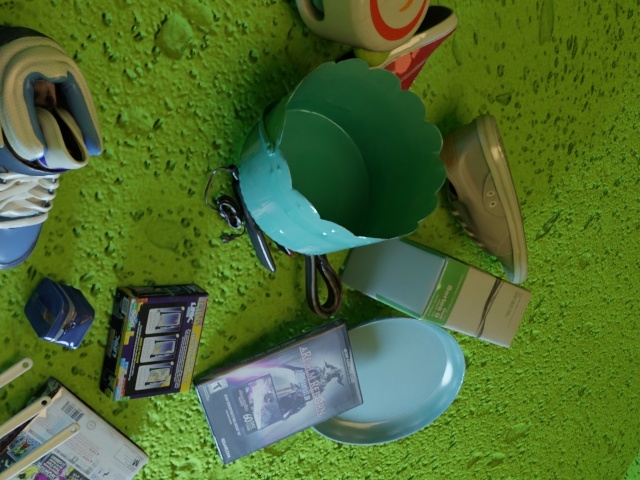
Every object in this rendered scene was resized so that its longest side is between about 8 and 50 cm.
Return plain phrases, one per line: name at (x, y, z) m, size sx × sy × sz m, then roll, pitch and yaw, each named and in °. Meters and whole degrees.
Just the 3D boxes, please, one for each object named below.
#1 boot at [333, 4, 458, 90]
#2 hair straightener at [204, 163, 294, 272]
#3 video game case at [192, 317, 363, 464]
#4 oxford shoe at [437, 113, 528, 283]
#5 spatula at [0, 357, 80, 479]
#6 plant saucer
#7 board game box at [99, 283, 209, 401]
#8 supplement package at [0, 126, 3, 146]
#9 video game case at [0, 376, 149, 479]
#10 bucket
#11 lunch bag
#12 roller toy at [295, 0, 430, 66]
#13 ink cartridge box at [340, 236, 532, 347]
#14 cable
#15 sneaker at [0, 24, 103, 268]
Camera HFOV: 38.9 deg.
boot at (0.138, -0.267, 1.506) m, size 0.244 × 0.088 × 0.176 m, roll -35°, pitch 130°, yaw -13°
hair straightener at (-0.118, -0.027, 1.417) m, size 0.089 × 0.047 × 0.230 m, roll -42°, pitch 137°, yaw -16°
video game case at (-0.067, 0.262, 1.568) m, size 0.274 × 0.026 × 0.196 m, roll -21°, pitch 125°, yaw -12°
oxford shoe at (0.316, -0.067, 1.739) m, size 0.130 × 0.169 × 0.449 m, roll -16°, pitch 141°, yaw 13°
spatula at (-0.468, 0.278, 1.242) m, size 0.242 × 0.019 × 0.168 m, roll -35°, pitch 108°, yaw -17°
plant saucer at (0.111, 0.255, 1.684) m, size 0.317 × 0.044 × 0.318 m, roll -7°, pitch 126°, yaw -10°
board game box at (-0.254, 0.154, 1.389) m, size 0.141 × 0.048 × 0.170 m, roll 0°, pitch 110°, yaw -43°
supplement package at (-0.439, -0.218, 0.902) m, size 0.145 × 0.204 × 0.262 m, roll -14°, pitch 106°, yaw -37°
video game case at (-0.398, 0.345, 1.358) m, size 0.210 × 0.041 × 0.232 m, roll -48°, pitch 133°, yaw -13°
bucket at (0.023, -0.113, 1.341) m, size 0.281 × 0.183 × 0.281 m, roll 8°, pitch 75°, yaw -30°
lunch bag at (-0.358, 0.100, 1.234) m, size 0.065 × 0.098 × 0.067 m, roll 27°, pitch 97°, yaw -42°
roller toy at (0.062, -0.384, 1.335) m, size 0.191 × 0.146 × 0.209 m, roll 38°, pitch 78°, yaw -54°
ink cartridge box at (0.215, 0.085, 1.648) m, size 0.289 × 0.211 × 0.122 m, roll 21°, pitch 92°, yaw -44°
cable at (0.000, 0.000, 1.499) m, size 0.139 × 0.072 × 0.287 m, roll -13°, pitch 108°, yaw -44°
sneaker at (-0.346, -0.083, 1.057) m, size 0.130 × 0.236 × 0.323 m, roll -10°, pitch 116°, yaw -38°
